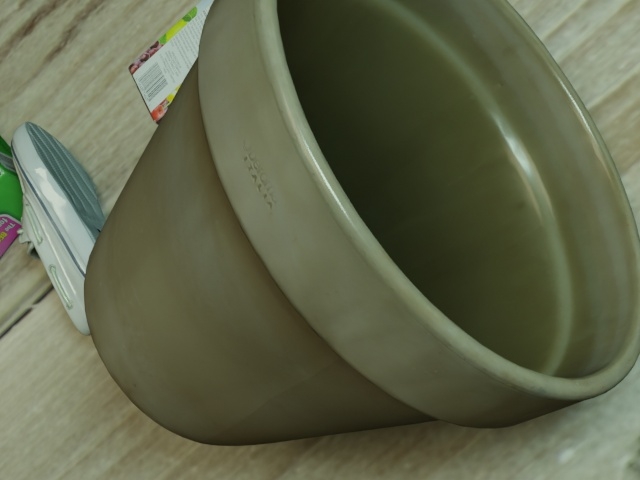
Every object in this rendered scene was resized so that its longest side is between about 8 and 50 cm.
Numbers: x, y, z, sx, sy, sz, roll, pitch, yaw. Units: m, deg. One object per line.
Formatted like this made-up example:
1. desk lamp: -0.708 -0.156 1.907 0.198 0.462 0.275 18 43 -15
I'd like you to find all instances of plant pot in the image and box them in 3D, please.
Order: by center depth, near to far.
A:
1. plant pot: 0.000 0.000 0.656 0.280 0.323 0.323 -34 56 35

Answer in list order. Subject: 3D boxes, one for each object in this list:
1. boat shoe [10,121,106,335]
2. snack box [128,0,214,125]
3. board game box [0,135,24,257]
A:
1. boat shoe: -0.241 -0.014 0.919 0.076 0.083 0.226 -42 56 10
2. snack box: -0.009 -0.139 0.768 0.207 0.174 0.070 -40 55 13
3. board game box: -0.449 0.001 1.054 0.316 0.064 0.242 -51 55 6
